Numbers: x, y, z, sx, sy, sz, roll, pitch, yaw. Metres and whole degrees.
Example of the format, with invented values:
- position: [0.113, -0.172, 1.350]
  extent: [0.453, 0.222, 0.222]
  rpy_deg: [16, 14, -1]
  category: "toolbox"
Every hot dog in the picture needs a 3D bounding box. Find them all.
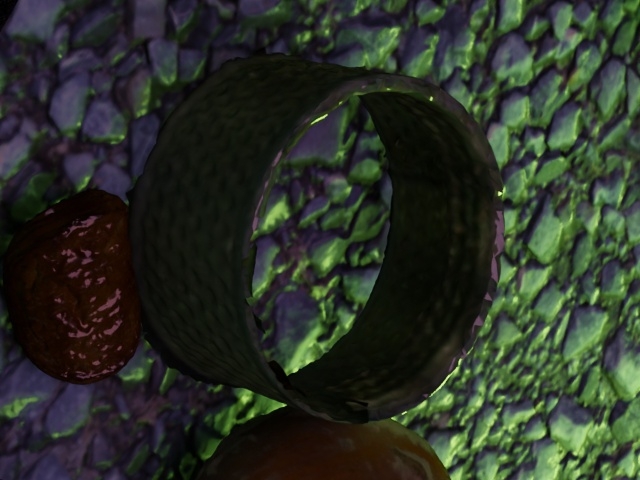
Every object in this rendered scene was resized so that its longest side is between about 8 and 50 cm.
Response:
- position: [-0.169, 0.031, 1.174]
  extent: [0.099, 0.065, 0.147]
  rpy_deg: [-29, 131, -33]
  category: "hot dog"

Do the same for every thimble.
- position: [0.000, 0.000, 1.252]
  extent: [0.271, 0.150, 0.271]
  rpy_deg: [-10, 105, -38]
  category: "thimble"

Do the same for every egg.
- position: [0.001, 0.221, 1.293]
  extent: [0.233, 0.195, 0.195]
  rpy_deg: [0, 102, -45]
  category: "egg"

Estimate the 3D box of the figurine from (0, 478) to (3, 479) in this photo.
- position: [-0.275, 0.266, 1.122]
  extent: [0.138, 0.110, 0.245]
  rpy_deg: [16, 98, -25]
  category: "figurine"

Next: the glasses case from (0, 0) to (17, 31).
- position: [-0.271, -0.132, 1.026]
  extent: [0.122, 0.082, 0.321]
  rpy_deg: [37, 78, -40]
  category: "glasses case"
